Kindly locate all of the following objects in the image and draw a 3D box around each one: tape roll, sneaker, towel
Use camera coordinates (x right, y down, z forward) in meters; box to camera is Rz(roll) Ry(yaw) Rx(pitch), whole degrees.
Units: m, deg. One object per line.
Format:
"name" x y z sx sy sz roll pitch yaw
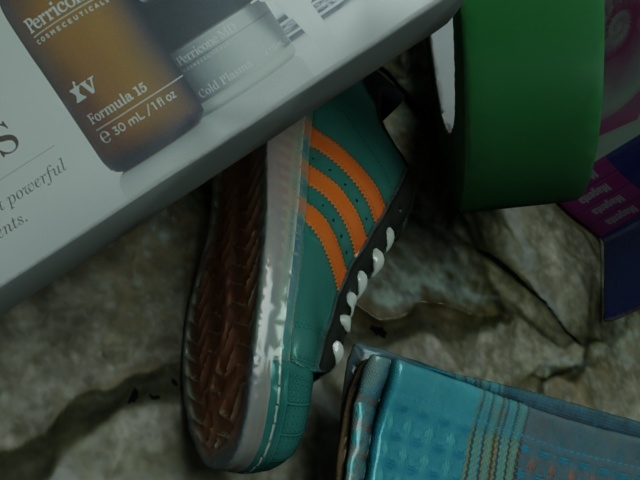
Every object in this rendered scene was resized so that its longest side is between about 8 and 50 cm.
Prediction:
"tape roll" 0.106 -0.179 0.815 0.077 0.321 0.321 -5 66 1
"sneaker" 0.000 0.000 0.774 0.121 0.108 0.302 20 56 -22
"towel" 0.112 0.263 0.731 0.271 0.040 0.370 18 69 -28

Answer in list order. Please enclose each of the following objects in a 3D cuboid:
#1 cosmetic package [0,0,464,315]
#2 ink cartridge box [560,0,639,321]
"cosmetic package" -0.157 -0.133 0.615 0.377 0.097 0.284 -34 88 -9
"ink cartridge box" 0.286 -0.149 0.915 0.071 0.324 0.330 24 55 -24
